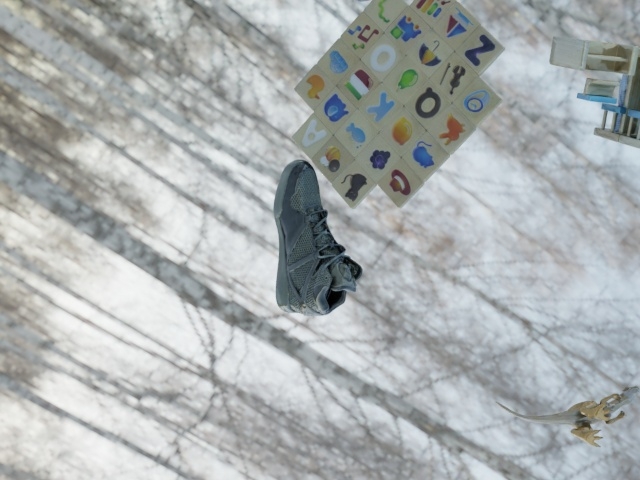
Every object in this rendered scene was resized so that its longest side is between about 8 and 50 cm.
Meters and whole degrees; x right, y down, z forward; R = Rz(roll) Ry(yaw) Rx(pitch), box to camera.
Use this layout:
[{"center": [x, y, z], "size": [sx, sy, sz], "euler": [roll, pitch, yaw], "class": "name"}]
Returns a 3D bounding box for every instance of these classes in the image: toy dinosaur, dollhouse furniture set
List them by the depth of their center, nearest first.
[{"center": [0.380, -0.196, 1.432], "size": [0.129, 0.183, 0.129], "euler": [-143, -122, -66], "class": "dollhouse furniture set"}, {"center": [0.380, 0.264, 1.608], "size": [0.112, 0.211, 0.064], "euler": [-145, -133, -82], "class": "toy dinosaur"}]

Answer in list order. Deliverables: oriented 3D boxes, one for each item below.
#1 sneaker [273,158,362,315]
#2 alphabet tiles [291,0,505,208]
[{"center": [0.000, 0.000, 1.534], "size": [0.130, 0.087, 0.228], "euler": [9, -77, 39], "class": "sneaker"}, {"center": [0.115, -0.228, 1.698], "size": [0.342, 0.011, 0.285], "euler": [-47, -114, 15], "class": "alphabet tiles"}]
